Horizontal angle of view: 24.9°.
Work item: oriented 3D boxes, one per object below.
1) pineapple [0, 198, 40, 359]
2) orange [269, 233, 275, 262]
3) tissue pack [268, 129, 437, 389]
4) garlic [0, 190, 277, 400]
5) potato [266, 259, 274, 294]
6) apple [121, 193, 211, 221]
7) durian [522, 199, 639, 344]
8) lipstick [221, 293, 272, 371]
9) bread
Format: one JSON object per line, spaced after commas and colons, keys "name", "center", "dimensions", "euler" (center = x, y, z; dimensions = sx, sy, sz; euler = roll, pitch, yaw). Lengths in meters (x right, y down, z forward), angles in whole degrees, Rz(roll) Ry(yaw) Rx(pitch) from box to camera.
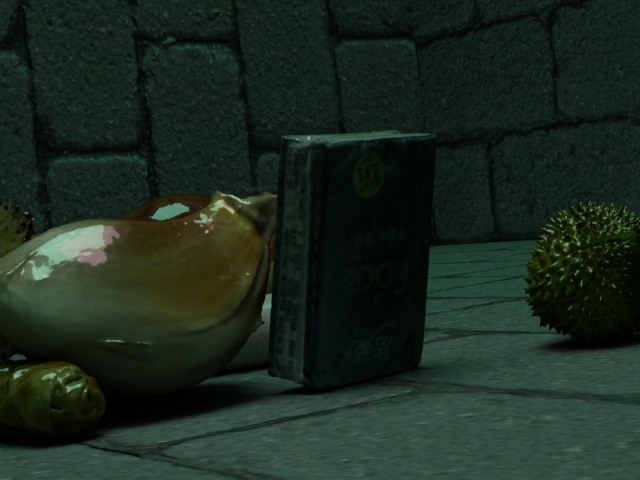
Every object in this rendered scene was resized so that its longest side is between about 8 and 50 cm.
{"name": "pineapple", "center": [-0.373, 0.100, 2.020], "dimensions": [0.262, 0.262, 0.272], "euler": [-5, -21, 45]}
{"name": "orange", "center": [-0.142, 0.053, 2.594], "dimensions": [0.240, 0.171, 0.240], "euler": [-4, -5, 0]}
{"name": "tissue pack", "center": [0.034, 0.014, 1.524], "dimensions": [0.081, 0.257, 0.185], "euler": [12, 14, 42]}
{"name": "garlic", "center": [-0.195, 0.066, 1.520], "dimensions": [0.313, 0.249, 0.286], "euler": [-23, 18, -26]}
{"name": "potato", "center": [0.021, 0.070, 1.972], "dimensions": [0.248, 0.143, 0.169], "euler": [-11, -39, 37]}
{"name": "apple", "center": [-0.214, 0.042, 2.277], "dimensions": [0.254, 0.253, 0.253], "euler": [-7, 2, 0]}
{"name": "durian", "center": [0.301, 0.034, 1.632], "dimensions": [0.146, 0.159, 0.198], "euler": [-1, 2, 10]}
{"name": "lipstick", "center": [-0.130, 0.118, 1.755], "dimensions": [0.327, 0.087, 0.087], "euler": [-8, 2, -19]}
{"name": "bread", "center": [-0.335, 0.155, 1.458], "dimensions": [0.367, 0.084, 0.077], "euler": [-2, 49, 50]}
